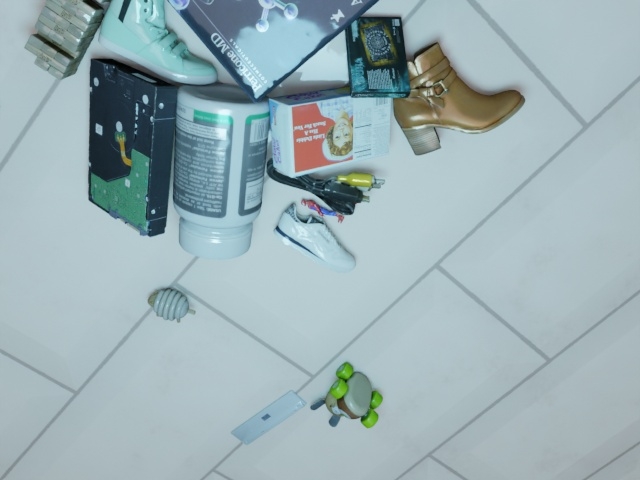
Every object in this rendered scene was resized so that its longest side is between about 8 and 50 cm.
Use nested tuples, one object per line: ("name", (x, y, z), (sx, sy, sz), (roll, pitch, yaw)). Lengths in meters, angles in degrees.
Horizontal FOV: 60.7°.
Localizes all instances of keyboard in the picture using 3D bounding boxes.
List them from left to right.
("keyboard", (-0.161, 0.550, 1.687), (0.256, 0.014, 0.072), (-38, 106, 15))

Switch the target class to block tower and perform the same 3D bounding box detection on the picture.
("block tower", (-0.484, -0.498, 1.116), (0.091, 0.097, 0.335), (32, 110, -17))

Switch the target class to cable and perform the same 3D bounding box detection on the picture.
("cable", (0.003, -0.137, 1.311), (0.287, 0.072, 0.139), (16, 149, -14))

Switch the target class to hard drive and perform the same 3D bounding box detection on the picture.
("hard drive", (-0.421, -0.203, 1.208), (0.237, 0.064, 0.339), (27, 118, 30))

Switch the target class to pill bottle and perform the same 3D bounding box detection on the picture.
("pill bottle", (-0.227, -0.153, 1.232), (0.204, 0.204, 0.361), (7, 115, -5))

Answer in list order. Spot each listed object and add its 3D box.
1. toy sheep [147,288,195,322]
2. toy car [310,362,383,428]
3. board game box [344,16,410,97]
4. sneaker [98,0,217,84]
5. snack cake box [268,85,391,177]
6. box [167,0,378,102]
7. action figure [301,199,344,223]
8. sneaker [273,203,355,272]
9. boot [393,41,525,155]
("toy sheep", (-0.395, 0.174, 1.453), (0.132, 0.091, 0.091), (14, 115, -3))
("toy car", (0.059, 0.480, 1.598), (0.155, 0.149, 0.188), (45, 119, -8))
("board game box", (0.118, -0.389, 1.158), (0.126, 0.026, 0.186), (-2, 73, -6))
("sneaker", (-0.323, -0.433, 1.143), (0.255, 0.094, 0.151), (21, 121, -14))
("snack cake box", (0.026, -0.245, 1.194), (0.264, 0.089, 0.152), (-17, 121, -29))
("box", (-0.070, -0.520, 1.055), (0.395, 0.212, 0.293), (-36, 113, 15))
("action figure", (0.002, -0.074, 1.372), (0.115, 0.038, 0.030), (27, 95, -15))
("sneaker", (0.000, 0.000, 1.386), (0.235, 0.090, 0.095), (29, 102, -17))
("boot", (0.297, -0.341, 1.228), (0.283, 0.109, 0.220), (-19, 111, 15))
